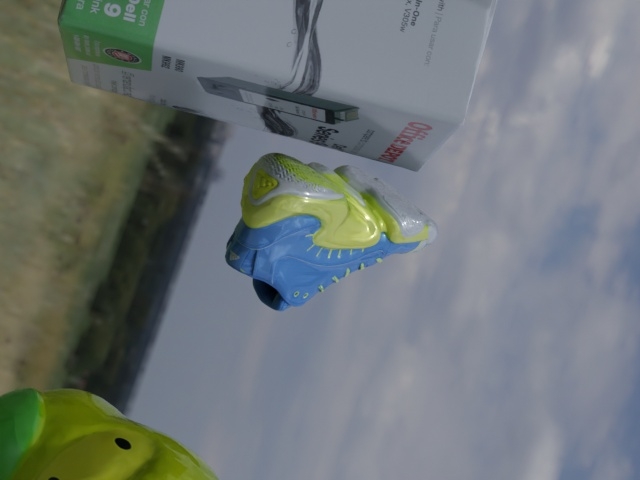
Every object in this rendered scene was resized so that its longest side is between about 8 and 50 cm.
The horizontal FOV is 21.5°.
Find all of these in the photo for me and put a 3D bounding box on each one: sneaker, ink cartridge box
[{"bbox_3d":[0.000,0.000,1.466,0.091,0.240,0.126,43,-73,38],"label":"sneaker"},{"bbox_3d":[-0.034,-0.154,1.236,0.211,0.289,0.122,129,-25,-82],"label":"ink cartridge box"}]

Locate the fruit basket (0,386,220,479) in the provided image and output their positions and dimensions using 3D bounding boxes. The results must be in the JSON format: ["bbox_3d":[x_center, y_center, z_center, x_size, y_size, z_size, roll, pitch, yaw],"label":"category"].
[{"bbox_3d":[-0.091,0.256,1.125,0.283,0.392,0.392,-2,-113,60],"label":"fruit basket"}]
